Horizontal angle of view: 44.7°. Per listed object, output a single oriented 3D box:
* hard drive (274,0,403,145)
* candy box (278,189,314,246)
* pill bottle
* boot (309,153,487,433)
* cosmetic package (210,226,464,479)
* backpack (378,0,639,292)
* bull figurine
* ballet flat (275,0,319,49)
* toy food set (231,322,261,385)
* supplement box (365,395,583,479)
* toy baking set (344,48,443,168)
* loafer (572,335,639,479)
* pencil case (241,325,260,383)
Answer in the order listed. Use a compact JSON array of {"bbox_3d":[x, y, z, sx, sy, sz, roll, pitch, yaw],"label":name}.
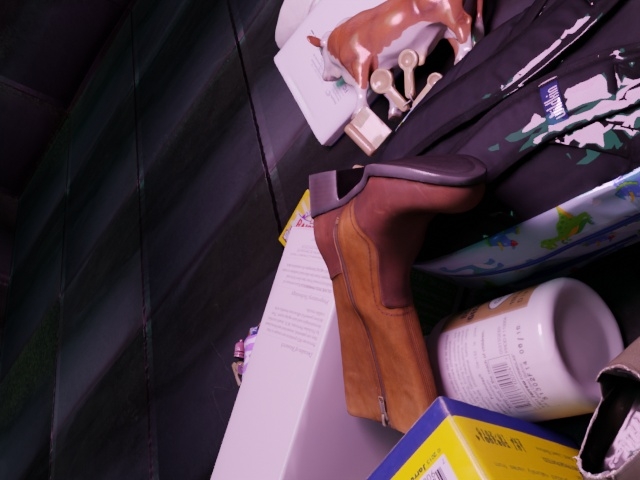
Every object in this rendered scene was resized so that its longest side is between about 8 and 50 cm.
[{"bbox_3d":[0.064,-0.341,1.300,0.319,0.040,0.210,-44,61,33],"label":"hard drive"},{"bbox_3d":[0.000,0.000,1.265,0.105,0.027,0.206,-58,33,9],"label":"candy box"},{"bbox_3d":[0.184,0.130,0.815,0.229,0.131,0.131,-27,50,47],"label":"pill bottle"},{"bbox_3d":[0.077,0.063,0.751,0.264,0.096,0.280,-4,96,55],"label":"boot"},{"bbox_3d":[0.020,0.184,0.966,0.155,0.197,0.365,5,77,56],"label":"cosmetic package"},{"bbox_3d":[0.222,-0.087,0.811,0.356,0.273,0.290,-29,56,25],"label":"backpack"},{"bbox_3d":[0.108,-0.285,1.157,0.310,0.101,0.188,-25,69,39],"label":"bull figurine"},{"bbox_3d":[0.059,-0.478,1.391,0.400,0.139,0.139,-51,36,23],"label":"ballet flat"},{"bbox_3d":[-0.122,0.188,1.339,0.122,0.019,0.078,-55,34,19],"label":"toy food set"},{"bbox_3d":[0.179,0.336,0.637,0.195,0.194,0.356,-54,34,20],"label":"supplement box"},{"bbox_3d":[0.143,-0.150,1.056,0.256,0.030,0.196,24,109,30],"label":"toy baking set"},{"bbox_3d":[0.296,0.123,0.662,0.094,0.087,0.251,4,59,56],"label":"loafer"},{"bbox_3d":[-0.075,0.238,1.186,0.088,0.086,0.206,-16,57,24],"label":"pencil case"}]
